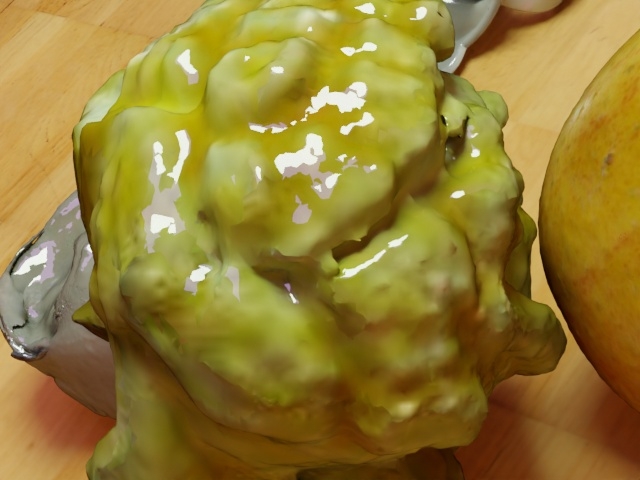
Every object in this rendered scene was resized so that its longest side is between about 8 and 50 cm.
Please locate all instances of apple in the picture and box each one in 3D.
[{"bbox_3d":[0.282,-0.018,0.858,0.275,0.299,0.299,-43,18,52],"label":"apple"}]

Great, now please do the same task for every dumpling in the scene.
[{"bbox_3d":[-0.087,0.043,1.060,0.293,0.163,0.204,1,31,14],"label":"dumpling"}]

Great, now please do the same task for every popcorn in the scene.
[{"bbox_3d":[0.001,0.007,0.831,0.274,0.279,0.335,-3,49,-16],"label":"popcorn"}]

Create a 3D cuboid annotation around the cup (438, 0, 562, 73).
[{"bbox_3d":[0.085,-0.284,1.276,0.290,0.219,0.257,13,47,-4],"label":"cup"}]
